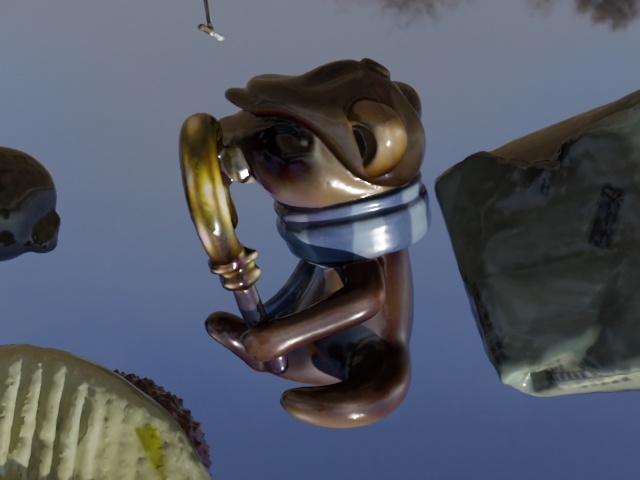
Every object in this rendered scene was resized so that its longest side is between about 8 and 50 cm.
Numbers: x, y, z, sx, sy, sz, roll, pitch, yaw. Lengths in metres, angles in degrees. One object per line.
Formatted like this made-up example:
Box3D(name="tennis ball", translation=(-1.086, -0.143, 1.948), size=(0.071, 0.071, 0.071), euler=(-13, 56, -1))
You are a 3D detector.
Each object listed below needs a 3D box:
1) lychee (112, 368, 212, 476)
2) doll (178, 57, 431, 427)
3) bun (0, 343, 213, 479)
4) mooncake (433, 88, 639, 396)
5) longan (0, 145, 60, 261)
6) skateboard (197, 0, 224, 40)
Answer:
Box3D(name="lychee", translation=(-0.277, 0.306, 1.454), size=(0.275, 0.276, 0.304), euler=(1, 167, 8))
Box3D(name="doll", translation=(-0.004, 0.000, 1.038), size=(0.209, 0.340, 0.318), euler=(8, -153, 16))
Box3D(name="bun", translation=(-0.172, 0.201, 0.655), size=(0.259, 0.259, 0.160), euler=(-14, 158, -37))
Box3D(name="mooncake", translation=(0.243, 0.014, 0.987), size=(0.250, 0.255, 0.136), euler=(-18, 169, 43))
Box3D(name="longan", translation=(-0.478, -0.050, 1.673), size=(0.204, 0.159, 0.185), euler=(36, -119, 10))
Box3D(name="skateboard", translation=(-0.053, -0.161, 0.647), size=(0.063, 0.083, 0.032), euler=(-8, 176, 12))
